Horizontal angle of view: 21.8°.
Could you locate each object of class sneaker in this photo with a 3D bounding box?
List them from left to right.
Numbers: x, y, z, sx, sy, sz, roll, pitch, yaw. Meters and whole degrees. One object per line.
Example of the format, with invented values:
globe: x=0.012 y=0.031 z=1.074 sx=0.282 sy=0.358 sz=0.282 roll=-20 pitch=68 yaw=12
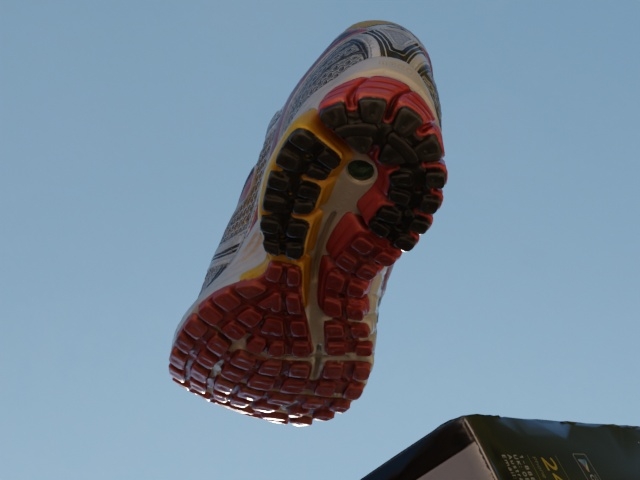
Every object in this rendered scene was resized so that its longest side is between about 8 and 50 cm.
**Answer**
sneaker: x=0.000 y=0.000 z=0.733 sx=0.088 sy=0.093 sz=0.225 roll=22 pitch=-48 yaw=-10

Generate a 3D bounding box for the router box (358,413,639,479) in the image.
router box: x=0.011 y=0.171 z=0.567 sx=0.309 sy=0.081 sz=0.243 roll=-37 pitch=-26 yaw=25
